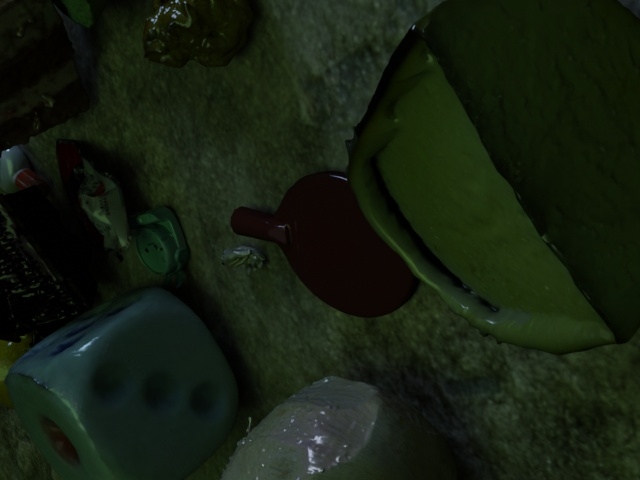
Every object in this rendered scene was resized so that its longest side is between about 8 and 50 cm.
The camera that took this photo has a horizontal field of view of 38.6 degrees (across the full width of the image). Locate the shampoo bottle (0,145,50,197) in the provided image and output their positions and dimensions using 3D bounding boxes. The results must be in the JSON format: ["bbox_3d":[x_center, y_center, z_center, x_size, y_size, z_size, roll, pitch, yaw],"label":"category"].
[{"bbox_3d":[-0.585,-0.141,1.697,0.221,0.051,0.108,33,129,27],"label":"shampoo bottle"}]

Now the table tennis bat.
[{"bbox_3d":[0.000,0.000,1.206,0.310,0.038,0.200,14,120,39],"label":"table tennis bat"}]

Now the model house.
[{"bbox_3d":[-0.527,0.066,1.546,0.282,0.297,0.317,-9,117,48],"label":"model house"}]

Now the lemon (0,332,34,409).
[{"bbox_3d":[-0.587,0.253,1.825,0.173,0.173,0.206,18,132,37],"label":"lemon"}]

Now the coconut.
[{"bbox_3d":[0.040,0.329,1.164,0.254,0.297,0.297,3,114,56],"label":"coconut"}]

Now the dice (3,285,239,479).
[{"bbox_3d":[-0.311,0.246,1.457,0.264,0.262,0.268,-14,108,53],"label":"dice"}]

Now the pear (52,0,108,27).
[{"bbox_3d":[-0.363,-0.423,1.277,0.288,0.139,0.239,49,159,2],"label":"pear"}]

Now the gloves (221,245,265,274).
[{"bbox_3d":[-0.118,0.025,1.334,0.081,0.037,0.044,16,160,21],"label":"gloves"}]

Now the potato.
[{"bbox_3d":[0.186,-0.074,0.891,0.330,0.212,0.280,55,157,-7],"label":"potato"}]

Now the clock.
[{"bbox_3d":[-0.255,0.015,1.463,0.101,0.041,0.135,-13,102,47],"label":"clock"}]

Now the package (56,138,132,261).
[{"bbox_3d":[-0.373,-0.067,1.516,0.269,0.071,0.194,20,116,62],"label":"package"}]

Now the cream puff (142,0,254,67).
[{"bbox_3d":[-0.164,-0.285,1.159,0.146,0.116,0.146,26,129,37],"label":"cream puff"}]

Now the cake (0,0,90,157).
[{"bbox_3d":[-0.535,-0.294,1.365,0.282,0.255,0.290,46,161,22],"label":"cake"}]
